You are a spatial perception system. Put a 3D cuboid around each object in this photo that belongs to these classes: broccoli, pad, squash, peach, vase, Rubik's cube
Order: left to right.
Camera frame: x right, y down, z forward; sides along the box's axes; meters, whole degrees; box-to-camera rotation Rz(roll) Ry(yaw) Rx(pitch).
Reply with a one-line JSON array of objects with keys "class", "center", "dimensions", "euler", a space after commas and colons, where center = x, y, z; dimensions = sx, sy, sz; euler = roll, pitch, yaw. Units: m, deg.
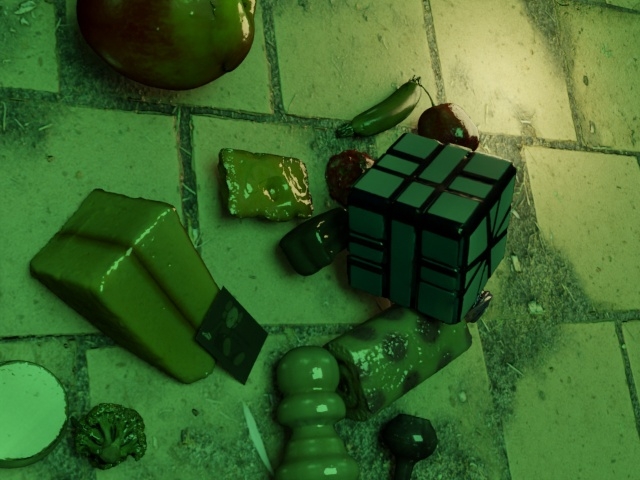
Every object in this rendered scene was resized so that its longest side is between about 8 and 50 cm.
[{"class": "broccoli", "center": [-0.384, 0.360, 1.588], "dimensions": [0.130, 0.120, 0.132], "euler": [-9, 112, -13]}, {"class": "peach", "center": [-0.315, -0.486, 1.789], "dimensions": [0.369, 0.370, 0.370], "euler": [10, 70, -28]}, {"class": "pad", "center": [-0.177, 0.196, 1.776], "dimensions": [0.190, 0.004, 0.127], "euler": [53, 51, -43]}, {"class": "squash", "center": [0.170, -0.321, 2.166], "dimensions": [0.318, 0.080, 0.071], "euler": [-37, 133, -33]}, {"class": "vase", "center": [0.188, 0.475, 1.900], "dimensions": [0.120, 0.120, 0.183], "euler": [16, 80, -26]}, {"class": "Rubik's cube", "center": [0.241, -0.030, 1.907], "dimensions": [0.283, 0.289, 0.293], "euler": [19, 45, 22]}]

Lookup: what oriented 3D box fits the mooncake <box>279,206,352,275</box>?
[{"class": "mooncake", "center": [0.000, 0.000, 1.905], "dimensions": [0.175, 0.168, 0.104], "euler": [-34, 95, -19]}]

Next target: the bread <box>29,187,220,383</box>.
[{"class": "bread", "center": [-0.350, 0.111, 1.728], "dimensions": [0.233, 0.244, 0.362], "euler": [-55, 136, -29]}]

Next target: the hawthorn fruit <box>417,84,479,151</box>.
[{"class": "hawthorn fruit", "center": [0.311, -0.291, 2.201], "dimensions": [0.162, 0.162, 0.204], "euler": [-2, 66, -31]}]

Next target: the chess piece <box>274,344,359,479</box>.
[{"class": "chess piece", "center": [-0.016, 0.377, 1.776], "dimensions": [0.182, 0.182, 0.331], "euler": [6, 66, -29]}]

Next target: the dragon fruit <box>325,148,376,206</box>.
[{"class": "dragon fruit", "center": [0.103, -0.154, 2.049], "dimensions": [0.153, 0.111, 0.153], "euler": [8, 74, -29]}]

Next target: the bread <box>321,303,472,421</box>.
[{"class": "bread", "center": [0.175, 0.241, 1.935], "dimensions": [0.338, 0.155, 0.187], "euler": [-26, 93, -34]}]

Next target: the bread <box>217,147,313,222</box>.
[{"class": "bread", "center": [-0.125, -0.114, 1.917], "dimensions": [0.232, 0.088, 0.161], "euler": [3, 78, -33]}]

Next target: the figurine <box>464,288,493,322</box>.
[{"class": "figurine", "center": [0.334, 0.136, 2.103], "dimensions": [0.157, 0.126, 0.114], "euler": [34, 14, 24]}]

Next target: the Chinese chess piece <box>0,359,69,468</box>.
[{"class": "Chinese chess piece", "center": [-0.541, 0.306, 1.537], "dimensions": [0.188, 0.083, 0.189], "euler": [10, 67, -25]}]
